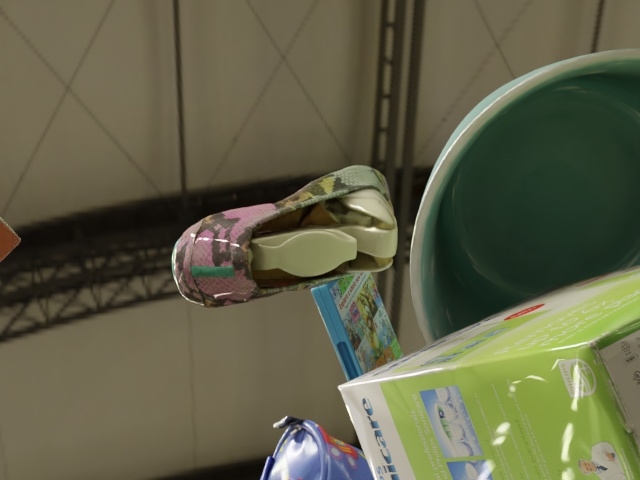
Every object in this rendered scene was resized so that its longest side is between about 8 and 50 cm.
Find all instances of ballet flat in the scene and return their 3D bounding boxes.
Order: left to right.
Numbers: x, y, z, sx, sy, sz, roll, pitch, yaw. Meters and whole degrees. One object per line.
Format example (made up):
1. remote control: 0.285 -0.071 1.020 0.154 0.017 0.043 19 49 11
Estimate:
1. ballet flat: 0.000 0.000 0.916 0.221 0.079 0.077 -18 -71 -50

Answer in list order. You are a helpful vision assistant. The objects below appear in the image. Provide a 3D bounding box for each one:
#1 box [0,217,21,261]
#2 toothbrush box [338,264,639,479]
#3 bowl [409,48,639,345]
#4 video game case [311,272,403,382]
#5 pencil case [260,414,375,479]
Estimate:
1. box: -0.376 -0.051 0.793 0.215 0.168 0.345 -47 -40 -9
2. toothbrush box: 0.176 0.095 0.876 0.206 0.283 0.122 -22 -91 -28
3. bowl: 0.208 -0.014 1.099 0.311 0.163 0.312 -3 -70 -8
4. video game case: 0.043 0.098 1.068 0.015 0.119 0.166 -19 -84 18
5. pencil case: 0.077 0.261 1.292 0.306 0.133 0.119 23 -93 -29
